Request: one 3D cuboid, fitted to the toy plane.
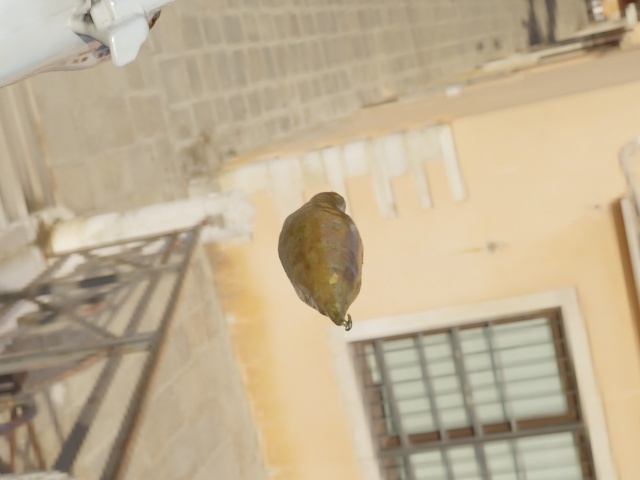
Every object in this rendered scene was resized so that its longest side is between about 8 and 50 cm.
[{"bbox_3d":[-0.196,-0.157,0.838,0.244,0.245,0.117,-73,148,-56],"label":"toy plane"}]

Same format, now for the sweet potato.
[{"bbox_3d":[-0.001,-0.002,1.039,0.269,0.075,0.074,-93,167,-68],"label":"sweet potato"}]
